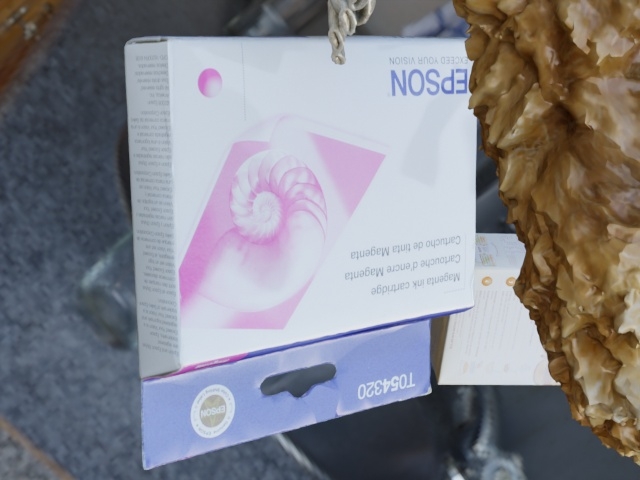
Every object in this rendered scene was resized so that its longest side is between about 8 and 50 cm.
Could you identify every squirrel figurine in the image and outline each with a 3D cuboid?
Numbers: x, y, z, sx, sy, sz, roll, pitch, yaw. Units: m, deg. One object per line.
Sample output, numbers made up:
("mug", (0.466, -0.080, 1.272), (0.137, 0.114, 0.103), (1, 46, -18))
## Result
("squirrel figurine", (0.223, -0.020, 0.648), (0.397, 0.370, 0.281), (-14, 24, -36))

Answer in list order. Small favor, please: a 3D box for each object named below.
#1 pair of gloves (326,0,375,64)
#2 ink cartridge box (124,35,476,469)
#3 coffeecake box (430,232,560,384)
("pair of gloves", (0.009, -0.260, 0.825), (0.240, 0.042, 0.204), (77, 10, -64))
("ink cartridge box", (0.000, 0.000, 0.983), (0.324, 0.071, 0.330), (-9, 100, -41))
("coffeecake box", (0.210, 0.069, 1.197), (0.068, 0.186, 0.142), (-98, -168, -57))
